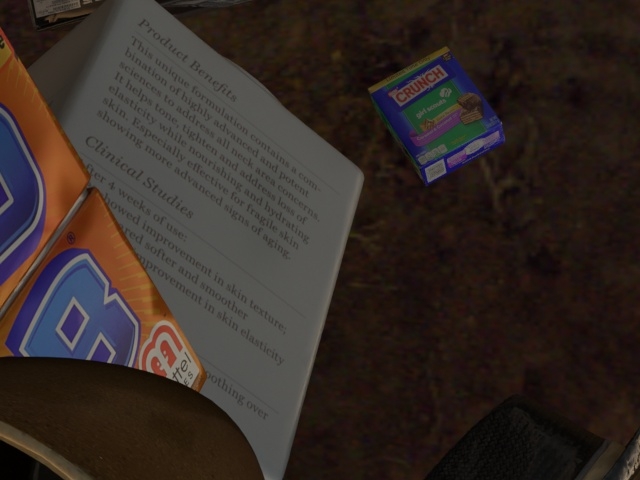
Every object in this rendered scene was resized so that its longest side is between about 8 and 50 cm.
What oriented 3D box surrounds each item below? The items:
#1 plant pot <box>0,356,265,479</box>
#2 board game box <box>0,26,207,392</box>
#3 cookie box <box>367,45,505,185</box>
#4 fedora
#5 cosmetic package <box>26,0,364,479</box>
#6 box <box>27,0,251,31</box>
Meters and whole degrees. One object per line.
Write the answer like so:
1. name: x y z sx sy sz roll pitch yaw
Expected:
1. plant pot: -0.112 0.140 0.555 0.254 0.237 0.237 -38 123 -76
2. board game box: -0.353 0.092 0.863 0.356 0.356 0.356 64 36 -33
3. cookie box: 0.111 -0.121 1.354 0.092 0.107 0.040 -29 151 -4
4. fedora: 0.172 0.270 1.368 0.152 0.334 0.334 38 59 13
5. cosmetic package: -0.209 0.041 1.375 0.329 0.327 0.394 38 46 -24
6. box: -0.163 -0.319 1.696 0.242 0.307 0.076 -21 100 -71
